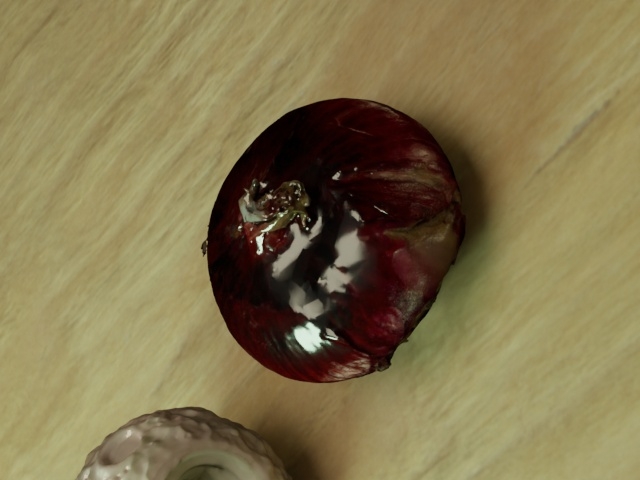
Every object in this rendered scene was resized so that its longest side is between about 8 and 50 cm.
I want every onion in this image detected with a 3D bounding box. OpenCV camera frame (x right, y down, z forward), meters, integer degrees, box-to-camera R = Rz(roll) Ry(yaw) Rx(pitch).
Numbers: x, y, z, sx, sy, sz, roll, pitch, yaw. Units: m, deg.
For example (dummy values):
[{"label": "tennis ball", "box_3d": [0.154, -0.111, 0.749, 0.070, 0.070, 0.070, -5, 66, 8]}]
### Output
[{"label": "onion", "box_3d": [0.000, 0.000, 2.035, 0.314, 0.232, 0.314, -11, 74, 43]}]

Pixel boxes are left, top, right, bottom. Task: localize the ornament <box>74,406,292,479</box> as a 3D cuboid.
[{"label": "ornament", "box_3d": [-0.154, 0.310, 2.133, 0.225, 0.259, 0.259, 145, 123, -60]}]
